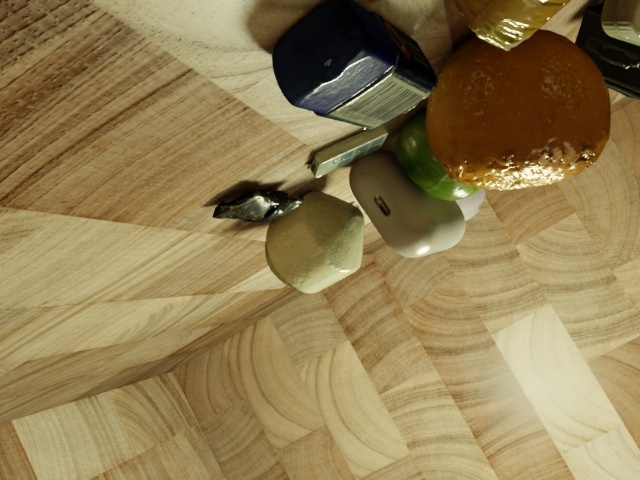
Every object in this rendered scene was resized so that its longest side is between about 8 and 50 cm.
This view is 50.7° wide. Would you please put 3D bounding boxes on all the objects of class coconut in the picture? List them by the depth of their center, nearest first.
[{"bbox_3d":[0.000,0.000,1.715,0.266,0.237,0.237,-38,167,31],"label":"coconut"}]

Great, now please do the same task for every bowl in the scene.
[{"bbox_3d":[0.429,-0.137,2.253,0.287,0.144,0.287,-25,-169,5],"label":"bowl"}]

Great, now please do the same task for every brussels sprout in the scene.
[{"bbox_3d":[0.283,-0.203,1.550,0.244,0.244,0.244,-28,170,-5],"label":"brussels sprout"}]

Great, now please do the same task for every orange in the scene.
[{"bbox_3d":[0.365,-0.247,1.276,0.340,0.293,0.340,-3,176,0],"label":"orange"}]

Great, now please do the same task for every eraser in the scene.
[{"bbox_3d":[0.058,-0.248,1.003,0.155,0.101,0.332,-31,169,24],"label":"eraser"}]

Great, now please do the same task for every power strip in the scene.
[{"bbox_3d":[0.062,-0.197,1.474,0.192,0.035,0.081,-27,170,-16],"label":"power strip"}]

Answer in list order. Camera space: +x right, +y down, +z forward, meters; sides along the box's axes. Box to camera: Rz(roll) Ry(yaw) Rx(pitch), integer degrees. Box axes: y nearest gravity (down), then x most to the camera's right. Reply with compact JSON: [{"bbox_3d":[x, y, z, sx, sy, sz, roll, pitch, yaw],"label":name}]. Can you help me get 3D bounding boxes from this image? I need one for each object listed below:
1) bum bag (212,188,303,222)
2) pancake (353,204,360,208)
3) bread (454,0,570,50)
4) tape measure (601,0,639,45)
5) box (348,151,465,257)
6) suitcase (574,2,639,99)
[{"bbox_3d":[-0.126,-0.074,1.465,0.102,0.069,0.248,-9,180,28],"label":"bum bag"},{"bbox_3d":[0.005,-0.036,2.081,0.266,0.057,0.244,-29,170,5],"label":"pancake"},{"bbox_3d":[0.280,-0.374,0.839,0.119,0.152,0.288,-14,163,-38],"label":"bread"},{"bbox_3d":[0.662,-0.455,1.225,0.271,0.231,0.133,12,-166,-17],"label":"tape measure"},{"bbox_3d":[0.224,-0.095,1.706,0.141,0.289,0.349,-41,166,26],"label":"box"},{"bbox_3d":[0.771,-0.442,1.520,0.434,0.283,0.194,-21,134,-35],"label":"suitcase"}]
